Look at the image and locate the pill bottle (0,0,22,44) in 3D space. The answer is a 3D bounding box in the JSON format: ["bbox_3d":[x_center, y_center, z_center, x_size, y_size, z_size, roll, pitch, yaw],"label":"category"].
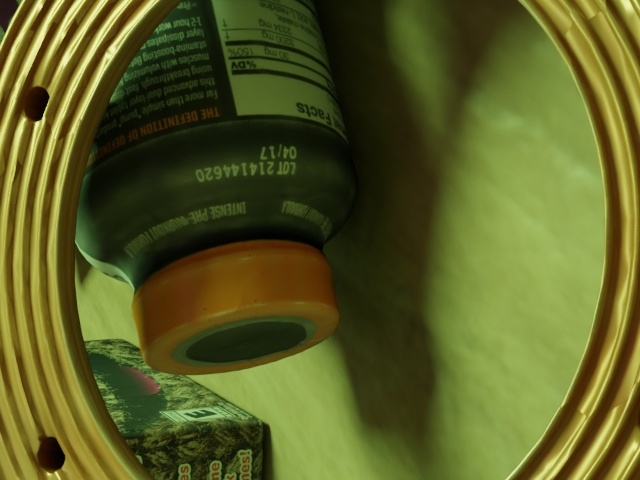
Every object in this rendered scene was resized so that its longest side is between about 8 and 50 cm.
[{"bbox_3d":[-0.209,-0.154,0.734,0.169,0.169,0.301,52,169,48],"label":"pill bottle"}]

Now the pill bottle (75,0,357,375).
[{"bbox_3d":[-0.058,-0.066,0.625,0.130,0.130,0.246,-44,53,55],"label":"pill bottle"}]

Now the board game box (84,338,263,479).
[{"bbox_3d":[-0.210,0.152,0.756,0.232,0.291,0.141,16,105,61],"label":"board game box"}]

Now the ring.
[{"bbox_3d":[0.000,0.000,0.483,0.336,0.032,0.337,-4,83,32],"label":"ring"}]
